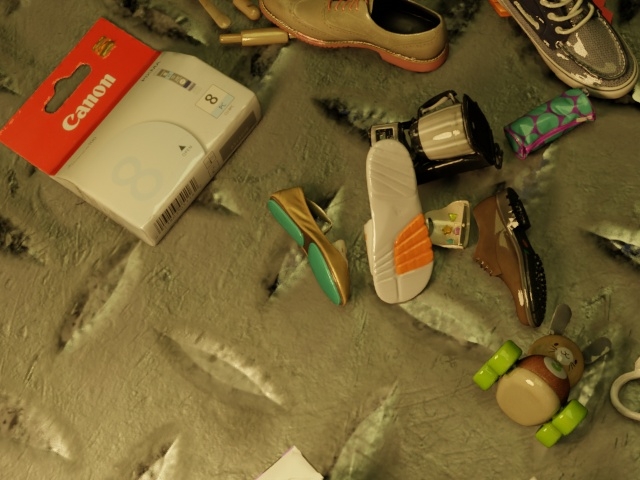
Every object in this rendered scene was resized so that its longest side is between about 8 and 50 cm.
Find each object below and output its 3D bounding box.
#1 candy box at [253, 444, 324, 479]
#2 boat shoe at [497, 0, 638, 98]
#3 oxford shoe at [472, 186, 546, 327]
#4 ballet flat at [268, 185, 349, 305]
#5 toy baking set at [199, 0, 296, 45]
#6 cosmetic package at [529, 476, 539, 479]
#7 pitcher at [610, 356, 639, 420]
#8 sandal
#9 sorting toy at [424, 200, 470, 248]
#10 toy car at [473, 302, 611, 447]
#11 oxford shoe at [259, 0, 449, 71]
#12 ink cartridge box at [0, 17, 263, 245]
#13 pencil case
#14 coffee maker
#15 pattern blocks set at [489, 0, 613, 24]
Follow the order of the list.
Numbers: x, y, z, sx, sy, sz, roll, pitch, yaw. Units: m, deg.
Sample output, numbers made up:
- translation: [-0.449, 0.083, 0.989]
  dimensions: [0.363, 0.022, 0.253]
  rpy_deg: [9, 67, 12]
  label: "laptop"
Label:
- translation: [-0.064, 0.395, 1.745]
  dimensions: [0.165, 0.196, 0.070]
  rpy_deg: [-40, 67, -10]
  label: "candy box"
- translation: [0.398, -0.386, 2.019]
  dimensions: [0.127, 0.158, 0.340]
  rpy_deg: [-41, 71, -4]
  label: "boat shoe"
- translation: [0.297, 0.037, 1.926]
  dimensions: [0.096, 0.083, 0.227]
  rpy_deg: [-23, 67, 25]
  label: "oxford shoe"
- translation: [0.000, 0.000, 1.974]
  dimensions: [0.073, 0.080, 0.232]
  rpy_deg: [-26, 67, -20]
  label: "ballet flat"
- translation: [-0.125, -0.431, 2.199]
  dimensions: [0.256, 0.030, 0.197]
  rpy_deg: [-9, 60, -3]
  label: "toy baking set"
- translation: [0.299, 0.495, 1.687]
  dimensions: [0.224, 0.138, 0.224]
  rpy_deg: [-42, 68, -9]
  label: "cosmetic package"
- translation: [0.546, 0.238, 1.785]
  dimensions: [0.178, 0.125, 0.207]
  rpy_deg: [-45, 56, 10]
  label: "pitcher"
- translation: [0.119, -0.034, 1.945]
  dimensions: [0.102, 0.076, 0.265]
  rpy_deg: [-8, 101, -11]
  label: "sandal"
- translation: [0.203, -0.020, 1.974]
  dimensions: [0.075, 0.045, 0.083]
  rpy_deg: [3, 68, 17]
  label: "sorting toy"
- translation: [0.353, 0.185, 1.820]
  dimensions: [0.155, 0.149, 0.188]
  rpy_deg: [43, 66, 9]
  label: "toy car"
- translation: [0.059, -0.403, 2.094]
  dimensions: [0.348, 0.130, 0.123]
  rpy_deg: [15, 70, 8]
  label: "oxford shoe"
- translation: [-0.342, -0.213, 2.101]
  dimensions: [0.385, 0.091, 0.308]
  rpy_deg: [33, 75, 18]
  label: "ink cartridge box"
- translation: [0.381, -0.194, 2.009]
  dimensions: [0.151, 0.064, 0.070]
  rpy_deg: [-29, 42, -5]
  label: "pencil case"
- translation: [0.187, -0.144, 1.980]
  dimensions: [0.178, 0.171, 0.120]
  rpy_deg: [-14, 42, 24]
  label: "coffee maker"
- translation: [0.394, -0.516, 2.166]
  dimensions: [0.325, 0.026, 0.285]
  rpy_deg: [17, 70, 15]
  label: "pattern blocks set"
